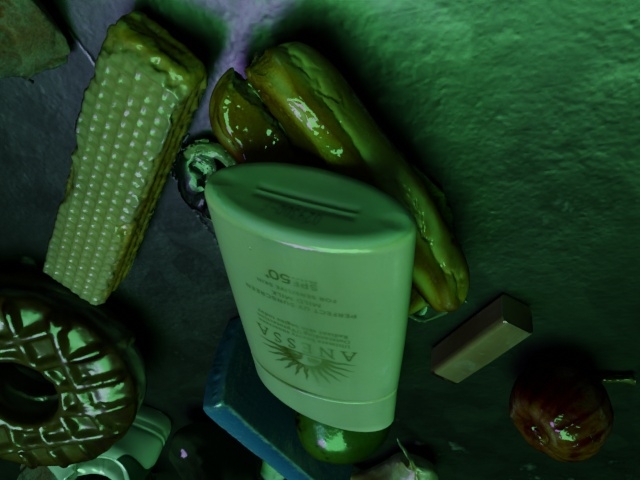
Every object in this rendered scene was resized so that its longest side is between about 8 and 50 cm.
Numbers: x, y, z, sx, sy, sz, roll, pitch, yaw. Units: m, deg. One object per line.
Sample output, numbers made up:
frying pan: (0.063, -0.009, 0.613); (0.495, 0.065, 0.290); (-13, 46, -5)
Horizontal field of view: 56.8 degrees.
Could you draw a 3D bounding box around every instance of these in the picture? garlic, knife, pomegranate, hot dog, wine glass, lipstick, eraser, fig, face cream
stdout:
garlic: (0.135, 0.404, 0.998); (0.129, 0.090, 0.198); (32, 139, -1)
knife: (-0.001, 0.005, 0.655); (0.365, 0.043, 0.089); (29, 133, -16)
pomegranate: (0.007, 0.196, 0.776); (0.131, 0.152, 0.191); (-40, 103, 5)
hot dog: (0.039, -0.040, 0.562); (0.135, 0.100, 0.337); (-17, 128, 39)
wine glass: (-0.086, 0.416, 1.076); (0.074, 0.074, 0.262); (13, 136, 1)
lipstick: (0.193, 0.125, 0.726); (0.045, 0.045, 0.145); (27, 135, -11)
eraser: (-0.047, 0.254, 0.846); (0.043, 0.144, 0.311); (-19, 127, 27)
fig: (0.307, 0.199, 0.731); (0.128, 0.128, 0.150); (37, 103, -22)
face cream: (-0.003, 0.078, 0.576); (0.174, 0.081, 0.348); (16, 143, 15)

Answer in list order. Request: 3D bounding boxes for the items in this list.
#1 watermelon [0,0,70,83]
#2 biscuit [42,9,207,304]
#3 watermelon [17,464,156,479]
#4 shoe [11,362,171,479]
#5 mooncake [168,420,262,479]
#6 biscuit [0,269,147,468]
watermelon: (-0.380, -0.238, 0.460); (0.283, 0.293, 0.250); (-47, 71, 17)
biscuit: (-0.214, -0.058, 0.620); (0.094, 0.054, 0.378); (36, 134, -1)
watermelon: (-0.465, 0.467, 1.183); (0.302, 0.151, 0.264); (3, 141, 36)
shoe: (-0.449, 0.326, 1.006); (0.363, 0.160, 0.131); (24, 135, -13)
mooncake: (-0.180, 0.379, 0.981); (0.175, 0.168, 0.104); (26, 124, 22)
biscuit: (-0.416, 0.192, 0.850); (0.333, 0.103, 0.331); (1, 118, 2)
